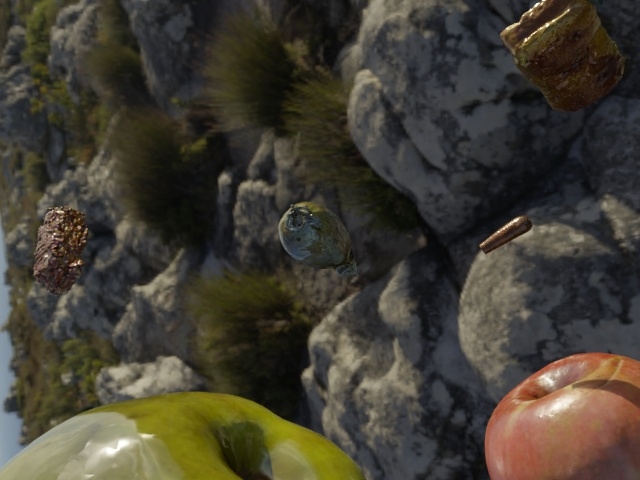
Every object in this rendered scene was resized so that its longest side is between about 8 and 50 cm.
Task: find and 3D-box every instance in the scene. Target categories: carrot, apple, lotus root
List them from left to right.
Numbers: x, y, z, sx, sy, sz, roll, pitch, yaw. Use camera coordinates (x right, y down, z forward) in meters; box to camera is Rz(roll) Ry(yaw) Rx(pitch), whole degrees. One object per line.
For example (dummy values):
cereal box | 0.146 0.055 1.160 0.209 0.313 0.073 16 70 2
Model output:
lotus root | -0.001 -0.001 1.141 0.088 0.165 0.088 -21 52 28
carrot | 0.309 -0.010 1.289 0.093 0.032 0.032 -33 57 18
apple | 0.466 0.377 1.305 0.364 0.364 0.363 174 90 -65

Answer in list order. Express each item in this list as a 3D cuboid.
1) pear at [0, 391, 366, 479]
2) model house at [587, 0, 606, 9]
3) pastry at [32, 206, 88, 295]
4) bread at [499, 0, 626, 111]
pear | -0.098 0.229 0.412 0.307 0.253 0.253 -59 39 19
model house | 0.429 -0.490 1.251 0.194 0.267 0.324 31 -113 -76
pastry | -0.416 0.012 1.226 0.087 0.063 0.169 -38 39 20
bread | 0.372 -0.276 1.155 0.139 0.271 0.077 -32 65 21
